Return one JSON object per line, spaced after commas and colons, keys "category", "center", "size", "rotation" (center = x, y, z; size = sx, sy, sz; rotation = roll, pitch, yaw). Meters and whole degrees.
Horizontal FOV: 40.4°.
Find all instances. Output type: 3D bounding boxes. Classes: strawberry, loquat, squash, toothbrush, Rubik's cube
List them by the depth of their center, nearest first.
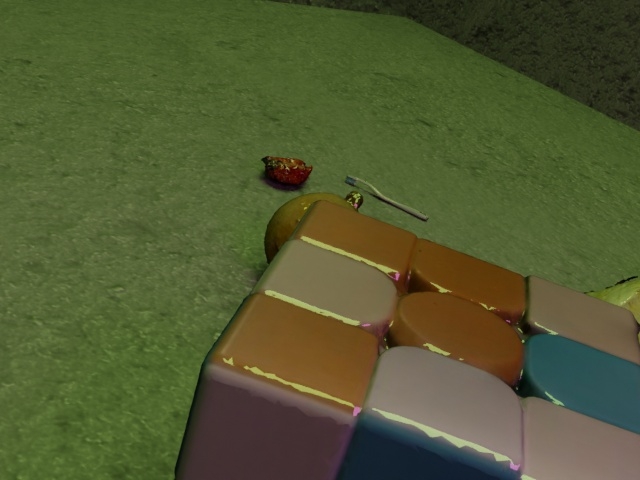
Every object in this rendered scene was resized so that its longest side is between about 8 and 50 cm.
{"category": "Rubik's cube", "center": [0.067, 0.215, 0.779], "size": [0.345, 0.346, 0.347], "rotation": [20, 24, 6]}
{"category": "loquat", "center": [0.000, 0.000, 1.382], "size": [0.172, 0.204, 0.149], "rotation": [41, -16, -20]}
{"category": "squash", "center": [0.528, 0.148, 1.509], "size": [0.093, 0.169, 0.252], "rotation": [65, 28, -6]}
{"category": "strawberry", "center": [-0.065, -0.143, 1.788], "size": [0.104, 0.048, 0.152], "rotation": [23, 11, 27]}
{"category": "toothbrush", "center": [0.141, -0.093, 1.850], "size": [0.204, 0.022, 0.017], "rotation": [28, 10, 19]}
